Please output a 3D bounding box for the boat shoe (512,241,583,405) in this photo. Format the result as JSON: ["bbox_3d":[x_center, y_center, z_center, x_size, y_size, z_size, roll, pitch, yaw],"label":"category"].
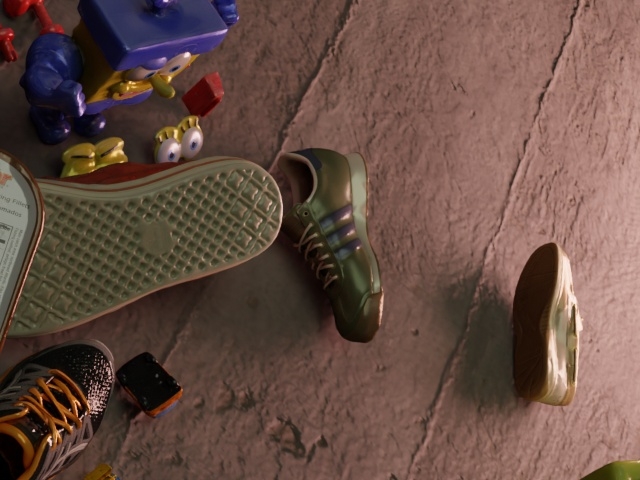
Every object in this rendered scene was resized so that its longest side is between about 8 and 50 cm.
[{"bbox_3d":[0.231,0.086,1.432,0.059,0.063,0.170,24,62,-30],"label":"boat shoe"}]

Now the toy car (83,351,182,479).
[{"bbox_3d":[-0.153,0.145,1.114,0.122,0.060,0.040,-51,145,-27],"label":"toy car"}]

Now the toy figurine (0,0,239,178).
[{"bbox_3d":[-0.191,-0.164,1.124,0.362,0.217,0.191,-17,77,-44],"label":"toy figurine"}]

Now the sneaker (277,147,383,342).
[{"bbox_3d":[0.000,0.000,1.296,0.086,0.064,0.192,10,59,-26],"label":"sneaker"}]

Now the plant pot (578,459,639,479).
[{"bbox_3d":[0.279,0.325,1.225,0.227,0.207,0.228,8,61,-35],"label":"plant pot"}]

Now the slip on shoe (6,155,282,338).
[{"bbox_3d":[-0.191,-0.002,1.121,0.331,0.101,0.123,-14,105,-31],"label":"slip on shoe"}]

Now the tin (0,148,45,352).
[{"bbox_3d":[-0.256,0.021,0.995,0.106,0.040,0.190,22,70,-22],"label":"tin"}]

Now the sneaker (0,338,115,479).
[{"bbox_3d":[-0.210,0.139,1.027,0.084,0.083,0.215,46,44,-6],"label":"sneaker"}]
